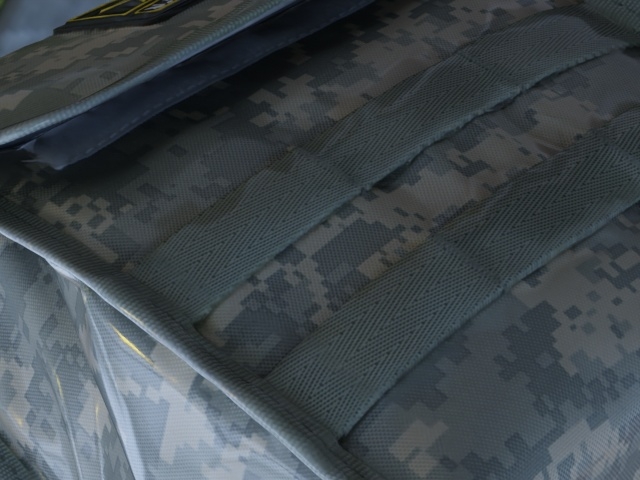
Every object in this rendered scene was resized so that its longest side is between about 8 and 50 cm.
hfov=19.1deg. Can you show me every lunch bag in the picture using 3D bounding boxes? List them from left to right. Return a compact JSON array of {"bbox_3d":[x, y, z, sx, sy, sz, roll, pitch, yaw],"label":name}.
[{"bbox_3d":[0.000,0.000,0.617,0.287,0.235,0.169,36,139,29],"label":"lunch bag"}]
